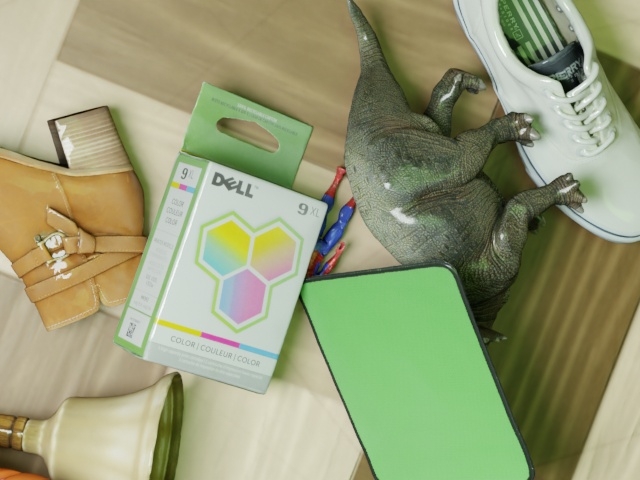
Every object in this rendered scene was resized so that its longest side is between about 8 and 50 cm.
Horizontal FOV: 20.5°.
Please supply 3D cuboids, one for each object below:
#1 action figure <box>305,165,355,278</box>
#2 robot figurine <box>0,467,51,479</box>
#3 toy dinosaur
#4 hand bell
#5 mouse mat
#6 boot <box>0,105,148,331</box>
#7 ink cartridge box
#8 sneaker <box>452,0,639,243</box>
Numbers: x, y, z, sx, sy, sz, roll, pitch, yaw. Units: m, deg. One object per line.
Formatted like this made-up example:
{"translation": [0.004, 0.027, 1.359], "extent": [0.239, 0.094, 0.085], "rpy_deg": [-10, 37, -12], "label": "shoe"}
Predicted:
{"translation": [0.000, 0.000, 1.368], "extent": [0.038, 0.030, 0.115], "rpy_deg": [27, 90, -12], "label": "action figure"}
{"translation": [-0.255, 0.223, 1.261], "extent": [0.219, 0.128, 0.158], "rpy_deg": [3, 72, 30], "label": "robot figurine"}
{"translation": [0.090, -0.035, 1.323], "extent": [0.160, 0.121, 0.314], "rpy_deg": [-33, 105, -23], "label": "toy dinosaur"}
{"translation": [-0.232, 0.142, 1.317], "extent": [0.242, 0.126, 0.126], "rpy_deg": [8, 90, 4], "label": "hand bell"}
{"translation": [0.070, 0.104, 1.320], "extent": [0.007, 0.152, 0.190], "rpy_deg": [-41, 115, -45], "label": "mouse mat"}
{"translation": [-0.226, -0.004, 1.319], "extent": [0.197, 0.073, 0.152], "rpy_deg": [-15, 97, -4], "label": "boot"}
{"translation": [-0.066, -0.001, 1.323], "extent": [0.109, 0.062, 0.209], "rpy_deg": [20, 88, -32], "label": "ink cartridge box"}
{"translation": [0.184, -0.107, 1.355], "extent": [0.094, 0.091, 0.258], "rpy_deg": [-36, 95, -5], "label": "sneaker"}
